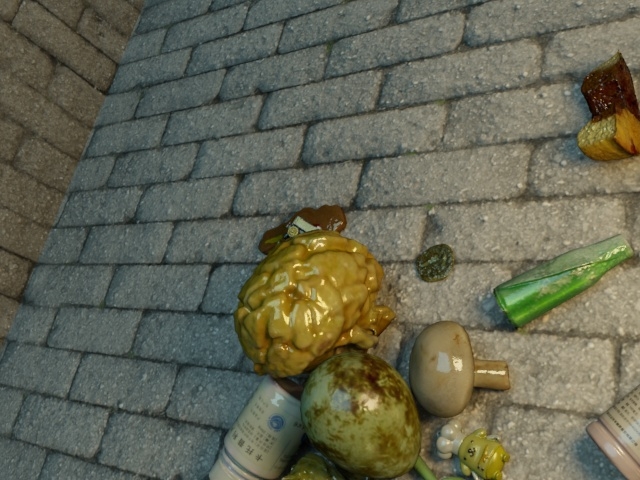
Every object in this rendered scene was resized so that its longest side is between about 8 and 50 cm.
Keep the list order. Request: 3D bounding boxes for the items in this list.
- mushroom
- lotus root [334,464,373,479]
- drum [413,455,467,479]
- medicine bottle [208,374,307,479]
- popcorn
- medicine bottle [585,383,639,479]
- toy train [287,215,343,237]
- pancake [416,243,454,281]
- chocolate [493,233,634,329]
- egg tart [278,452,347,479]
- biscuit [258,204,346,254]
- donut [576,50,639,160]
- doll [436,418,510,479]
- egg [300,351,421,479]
[{"bbox_3d":[0.300,0.278,1.422,0.215,0.207,0.207,5,64,3],"label":"mushroom"},{"bbox_3d":[0.067,0.486,1.524,0.089,0.080,0.179,-42,49,7],"label":"lotus root"},{"bbox_3d":[0.233,0.528,1.396,0.253,0.049,0.130,18,88,52],"label":"drum"},{"bbox_3d":[-0.139,0.484,1.615,0.170,0.170,0.293,37,94,43],"label":"medicine bottle"},{"bbox_3d":[-0.032,0.151,1.607,0.344,0.390,0.354,-5,87,52],"label":"popcorn"},{"bbox_3d":[0.614,0.312,1.183,0.249,0.133,0.133,-42,48,8],"label":"medicine bottle"},{"bbox_3d":[0.000,0.000,1.828,0.202,0.060,0.081,32,83,19],"label":"toy train"},{"bbox_3d":[0.286,0.056,1.650,0.108,0.017,0.108,-21,51,28],"label":"pancake"},{"bbox_3d":[0.519,0.078,1.412,0.291,0.110,0.110,-31,50,15],"label":"chocolate"},{"bbox_3d":[-0.049,0.677,1.455,0.351,0.153,0.339,-49,51,11],"label":"egg tart"},{"bbox_3d":[-0.057,-0.010,1.927,0.295,0.044,0.186,-33,52,18],"label":"biscuit"},{"bbox_3d":[0.656,-0.270,1.488,0.112,0.151,0.295,-18,42,44],"label":"donut"},{"bbox_3d":[0.312,0.437,1.382,0.162,0.062,0.106,18,79,42],"label":"doll"},{"bbox_3d":[0.093,0.375,1.415,0.289,0.238,0.238,43,95,3],"label":"egg"}]
